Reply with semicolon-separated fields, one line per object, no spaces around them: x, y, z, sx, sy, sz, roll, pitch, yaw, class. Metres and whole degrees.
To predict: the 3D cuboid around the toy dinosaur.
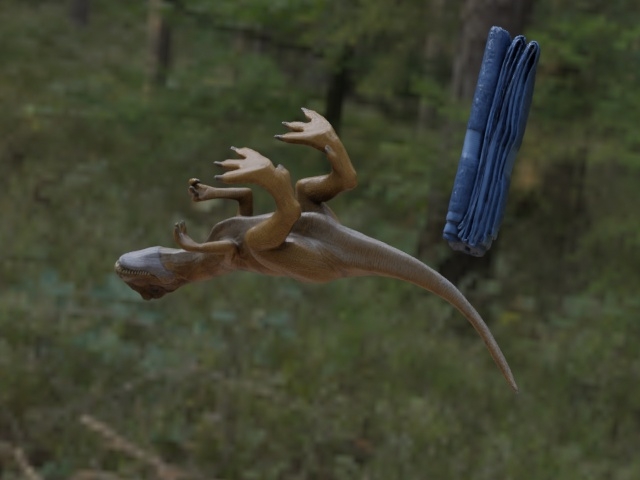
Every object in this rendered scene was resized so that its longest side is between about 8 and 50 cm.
0.000;0.000;0.946;0.211;0.112;0.064;6;38;25;toy dinosaur

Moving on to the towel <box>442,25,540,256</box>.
0.094;-0.051;1.044;0.029;0.119;0.067;12;-3;9;towel
